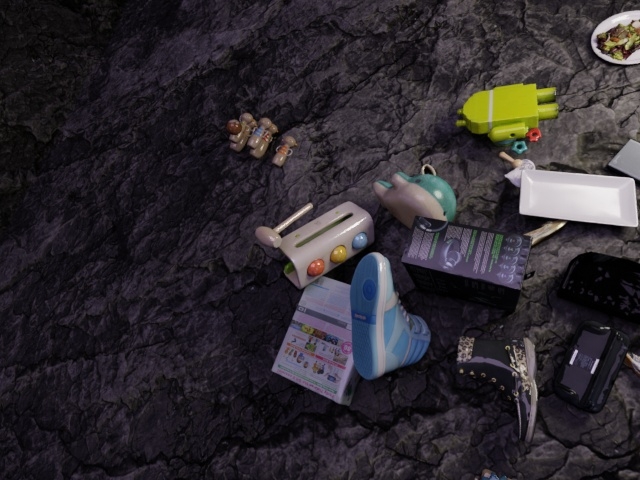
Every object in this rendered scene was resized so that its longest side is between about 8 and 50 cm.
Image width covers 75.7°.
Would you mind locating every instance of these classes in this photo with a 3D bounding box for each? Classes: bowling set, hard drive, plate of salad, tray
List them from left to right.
[{"bbox_3d":[-0.238,-0.404,1.506,0.287,0.200,0.154,24,78,25],"label":"bowling set"},{"bbox_3d":[0.665,-0.109,1.076,0.271,0.030,0.145,8,67,14],"label":"tray"},{"bbox_3d":[0.907,-0.600,1.198,0.200,0.048,0.199,-8,67,19],"label":"plate of salad"},{"bbox_3d":[0.841,-0.195,1.069,0.094,0.022,0.135,-47,59,-2],"label":"hard drive"}]

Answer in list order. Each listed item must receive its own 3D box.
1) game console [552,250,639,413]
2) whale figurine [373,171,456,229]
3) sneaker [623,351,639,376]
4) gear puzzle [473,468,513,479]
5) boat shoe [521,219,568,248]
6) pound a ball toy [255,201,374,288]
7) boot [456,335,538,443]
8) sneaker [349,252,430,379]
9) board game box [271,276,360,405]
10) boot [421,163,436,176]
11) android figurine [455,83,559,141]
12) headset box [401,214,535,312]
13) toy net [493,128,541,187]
[{"bbox_3d":[0.641,0.208,0.953,0.213,0.044,0.361,23,84,44],"label":"game console"},{"bbox_3d":[0.269,-0.121,1.179,0.141,0.216,0.272,-42,32,-11],"label":"whale figurine"},{"bbox_3d":[0.711,0.271,0.928,0.037,0.032,0.083,-31,61,-11],"label":"sneaker"},{"bbox_3d":[0.383,0.689,0.874,0.176,0.044,0.338,13,74,26],"label":"gear puzzle"},{"bbox_3d":[0.576,-0.020,1.088,0.153,0.056,0.048,-35,64,14],"label":"boat shoe"},{"bbox_3d":[0.000,0.000,1.155,0.319,0.208,0.136,-31,46,-22],"label":"pound a ball toy"},{"bbox_3d":[0.419,0.342,0.984,0.179,0.085,0.236,0,63,25],"label":"boot"},{"bbox_3d":[0.190,0.184,1.062,0.127,0.208,0.318,17,107,60],"label":"sneaker"},{"bbox_3d":[0.028,0.272,1.166,0.224,0.097,0.303,16,74,28],"label":"board game box"},{"bbox_3d":[0.332,-0.150,1.225,0.059,0.084,0.157,-16,65,14],"label":"boot"},{"bbox_3d":[0.542,-0.383,1.213,0.273,0.056,0.248,-3,48,25],"label":"android figurine"},{"bbox_3d":[0.373,0.064,1.023,0.283,0.246,0.131,13,75,27],"label":"headset box"},{"bbox_3d":[0.579,-0.249,1.190,0.122,0.045,0.232,-10,67,16],"label":"toy net"}]
